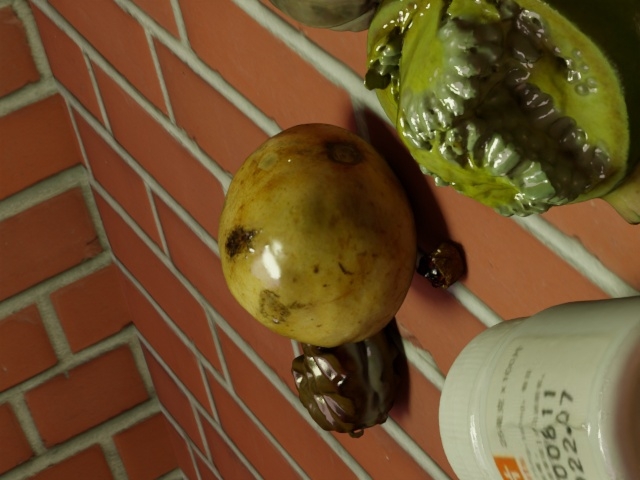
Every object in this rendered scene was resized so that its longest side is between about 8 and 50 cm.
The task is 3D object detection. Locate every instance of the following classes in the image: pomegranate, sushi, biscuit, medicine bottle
[{"bbox_3d":[0.000,0.000,2.178,0.260,0.260,0.260,54,160,30],"label":"pomegranate"},{"bbox_3d":[0.137,0.031,2.139,0.050,0.047,0.099,56,165,14],"label":"sushi"},{"bbox_3d":[0.192,-0.124,1.483,0.341,0.260,0.260,38,169,-16],"label":"pomegranate"},{"bbox_3d":[-0.003,0.094,2.525,0.366,0.115,0.268,63,164,-2],"label":"biscuit"},{"bbox_3d":[0.254,0.154,1.598,0.211,0.211,0.371,65,162,-3],"label":"medicine bottle"}]

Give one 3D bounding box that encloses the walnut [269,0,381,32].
[{"bbox_3d":[0.017,-0.312,1.759,0.224,0.224,0.224,54,160,30],"label":"walnut"}]
